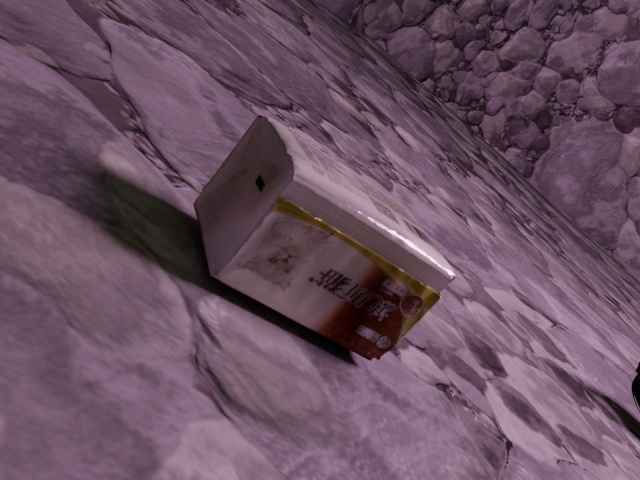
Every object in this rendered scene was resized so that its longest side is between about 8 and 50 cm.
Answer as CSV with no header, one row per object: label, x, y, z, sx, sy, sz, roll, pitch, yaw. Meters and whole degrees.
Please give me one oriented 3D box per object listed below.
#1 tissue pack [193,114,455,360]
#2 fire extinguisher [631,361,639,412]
tissue pack,-0.001,0.000,0.607,0.149,0.099,0.106,31,17,-30
fire extinguisher,0.495,0.251,1.021,0.341,0.105,0.141,45,-28,4
